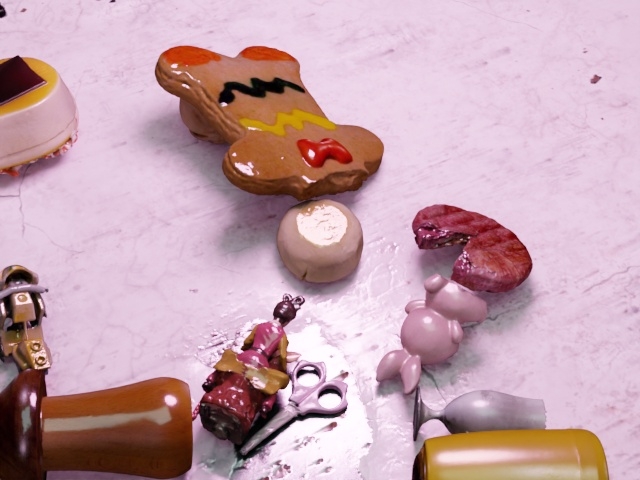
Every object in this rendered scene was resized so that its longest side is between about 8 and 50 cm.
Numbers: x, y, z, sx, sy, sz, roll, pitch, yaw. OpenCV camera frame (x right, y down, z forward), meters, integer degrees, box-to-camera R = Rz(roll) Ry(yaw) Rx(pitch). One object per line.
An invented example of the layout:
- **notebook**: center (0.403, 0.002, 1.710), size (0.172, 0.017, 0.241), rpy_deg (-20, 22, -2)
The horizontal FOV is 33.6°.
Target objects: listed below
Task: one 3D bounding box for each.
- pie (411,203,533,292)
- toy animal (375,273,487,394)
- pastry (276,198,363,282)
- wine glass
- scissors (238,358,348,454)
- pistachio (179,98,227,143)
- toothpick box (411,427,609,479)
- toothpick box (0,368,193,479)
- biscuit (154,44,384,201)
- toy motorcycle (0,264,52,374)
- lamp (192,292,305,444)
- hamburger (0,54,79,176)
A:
- **pie**: center (0.266, 0.013, 1.845), size (0.204, 0.054, 0.219), rpy_deg (0, 36, -31)
- **toy animal**: center (0.175, 0.161, 1.752), size (0.124, 0.124, 0.212), rpy_deg (35, 87, 21)
- **pastry**: center (0.000, 0.000, 1.860), size (0.156, 0.092, 0.156), rpy_deg (-1, 57, 2)
- **wine glass**: center (0.249, 0.280, 1.662), size (0.202, 0.093, 0.093), rpy_deg (4, 53, 3)
- **scissors**: center (-0.049, 0.275, 1.693), size (0.212, 0.021, 0.110), rpy_deg (-38, 67, -27)
- **pistachio**: center (-0.212, -0.246, 2.020), size (0.113, 0.113, 0.149), rpy_deg (-23, 58, -19)
- **toothpick box**: center (0.272, 0.362, 1.553), size (0.271, 0.175, 0.175), rpy_deg (1, 53, 1)
- **toothpick box**: center (-0.341, 0.282, 1.575), size (0.294, 0.192, 0.192), rpy_deg (-2, 53, -11)
- **biscuit**: center (-0.076, -0.234, 1.951), size (0.368, 0.076, 0.394), rpy_deg (-9, 51, -40)
- **toy motorcycle**: center (-0.483, 0.132, 1.708), size (0.094, 0.130, 0.229), rpy_deg (-5, 51, -32)
- **lamp**: center (-0.101, 0.201, 1.688), size (0.118, 0.118, 0.253), rpy_deg (22, 54, 13)
- **hamburger**: center (-0.598, -0.222, 1.960), size (0.295, 0.151, 0.227), rpy_deg (-22, 51, -13)
